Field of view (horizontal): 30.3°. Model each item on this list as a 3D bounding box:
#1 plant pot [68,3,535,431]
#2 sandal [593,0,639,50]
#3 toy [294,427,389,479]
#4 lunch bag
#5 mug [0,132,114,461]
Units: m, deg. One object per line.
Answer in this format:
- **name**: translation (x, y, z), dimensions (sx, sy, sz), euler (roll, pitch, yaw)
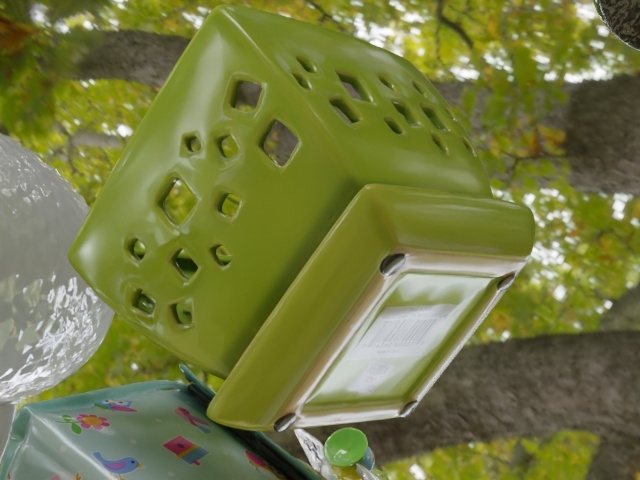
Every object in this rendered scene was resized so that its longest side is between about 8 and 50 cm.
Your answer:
- **plant pot**: translation (0.000, 0.000, 0.825), dimensions (0.228, 0.207, 0.227), euler (5, -53, -50)
- **sandal**: translation (0.331, -0.305, 1.072), dimensions (0.167, 0.107, 0.446), euler (-24, -36, 1)
- **toy**: translation (0.063, 0.258, 1.180), dimensions (0.056, 0.137, 0.237), euler (-49, -40, -19)
- **lunch bag**: translation (-0.088, 0.212, 0.908), dimensions (0.262, 0.223, 0.160), euler (-4, -58, -57)
- **mug**: translation (-0.356, 0.071, 1.085), dimensions (0.328, 0.276, 0.374), euler (27, -114, -59)
